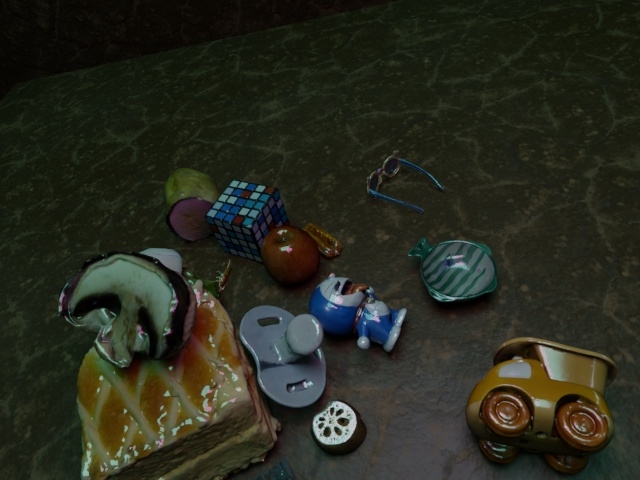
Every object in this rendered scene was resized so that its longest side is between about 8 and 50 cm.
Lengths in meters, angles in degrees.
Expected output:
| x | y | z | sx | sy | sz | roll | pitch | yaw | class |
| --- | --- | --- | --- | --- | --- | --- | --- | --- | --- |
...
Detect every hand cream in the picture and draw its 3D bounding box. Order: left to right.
| x | y | z | sx | sy | sz | roll | pitch | yaw | class |
| --- | --- | --- | --- | --- | --- | --- | --- | --- | --- |
| -0.168 | 0.575 | 0.952 | 0.247 | 0.052 | 0.075 | -33 | 50 | -13 | hand cream |

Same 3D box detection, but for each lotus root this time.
| x | y | z | sx | sy | sz | roll | pitch | yaw | class |
| --- | --- | --- | --- | --- | --- | --- | --- | --- | --- |
| 0.041 | 0.429 | 1.010 | 0.122 | 0.081 | 0.112 | -34 | 57 | -14 | lotus root |

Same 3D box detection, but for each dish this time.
| x | y | z | sx | sy | sz | roll | pitch | yaw | class |
| --- | --- | --- | --- | --- | --- | --- | --- | --- | --- |
| 0.362 | 0.090 | 1.207 | 0.246 | 0.078 | 0.224 | 33 | 64 | 34 | dish |

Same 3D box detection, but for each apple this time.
| x | y | z | sx | sy | sz | roll | pitch | yaw | class |
| --- | --- | --- | --- | --- | --- | --- | --- | --- | --- |
| -0.091 | 0.040 | 1.319 | 0.180 | 0.168 | 0.181 | -10 | 43 | 10 | apple |

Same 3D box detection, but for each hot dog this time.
| x | y | z | sx | sy | sz | roll | pitch | yaw | class |
| --- | --- | --- | --- | --- | --- | --- | --- | --- | --- |
| 0.000 | 0.000 | 1.408 | 0.071 | 0.045 | 0.165 | -40 | 51 | -21 | hot dog |

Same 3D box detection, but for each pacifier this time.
| x | y | z | sx | sy | sz | roll | pitch | yaw | class |
| --- | --- | --- | --- | --- | --- | --- | --- | --- | --- |
| -0.061 | 0.250 | 1.069 | 0.227 | 0.207 | 0.279 | -3 | 51 | -41 | pacifier |

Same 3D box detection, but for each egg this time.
| x | y | z | sx | sy | sz | roll | pitch | yaw | class |
| --- | --- | --- | --- | --- | --- | --- | --- | --- | --- |
| -0.568 | 0.131 | 1.328 | 0.271 | 0.161 | 0.207 | -28 | 58 | 20 | egg |

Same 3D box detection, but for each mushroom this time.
| x | y | z | sx | sy | sz | roll | pitch | yaw | class |
| --- | --- | --- | --- | --- | --- | --- | --- | --- | --- |
| -0.411 | 0.153 | 0.973 | 0.344 | 0.130 | 0.248 | 1 | 74 | 24 | mushroom |

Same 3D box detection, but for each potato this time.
| x | y | z | sx | sy | sz | roll | pitch | yaw | class |
| --- | --- | --- | --- | --- | --- | --- | --- | --- | --- |
| -0.445 | -0.154 | 1.557 | 0.229 | 0.229 | 0.266 | -18 | 51 | 0 | potato |

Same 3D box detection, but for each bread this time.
| x | y | z | sx | sy | sz | roll | pitch | yaw | class |
| --- | --- | --- | --- | --- | --- | --- | --- | --- | --- |
| -0.332 | 0.361 | 1.036 | 0.371 | 0.279 | 0.390 | -26 | 49 | -5 | bread |

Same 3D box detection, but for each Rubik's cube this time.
| x | y | z | sx | sy | sz | roll | pitch | yaw | class |
| --- | --- | --- | --- | --- | --- | --- | --- | --- | --- |
| -0.232 | -0.064 | 1.435 | 0.184 | 0.187 | 0.182 | 15 | 55 | 23 | Rubik's cube |

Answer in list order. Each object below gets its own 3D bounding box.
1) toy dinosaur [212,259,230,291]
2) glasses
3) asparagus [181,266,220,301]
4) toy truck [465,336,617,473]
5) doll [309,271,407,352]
| x | y | z | sx | sy | sz | roll | pitch | yaw | class |
| --- | --- | --- | --- | --- | --- | --- | --- | --- | --- |
| -0.316 | 0.112 | 1.410 | 0.041 | 0.026 | 0.113 | 3 | 60 | 9 | toy dinosaur |
| 0.281 | -0.176 | 1.491 | 0.220 | 0.088 | 0.189 | 38 | 66 | 15 | glasses |
| -0.410 | 0.131 | 1.389 | 0.287 | 0.080 | 0.080 | 19 | 57 | 22 | asparagus |
| 0.445 | 0.334 | 0.889 | 0.287 | 0.204 | 0.212 | 3 | 48 | 18 | toy truck |
| 0.094 | 0.187 | 1.147 | 0.256 | 0.161 | 0.215 | 17 | 28 | 14 | doll |
